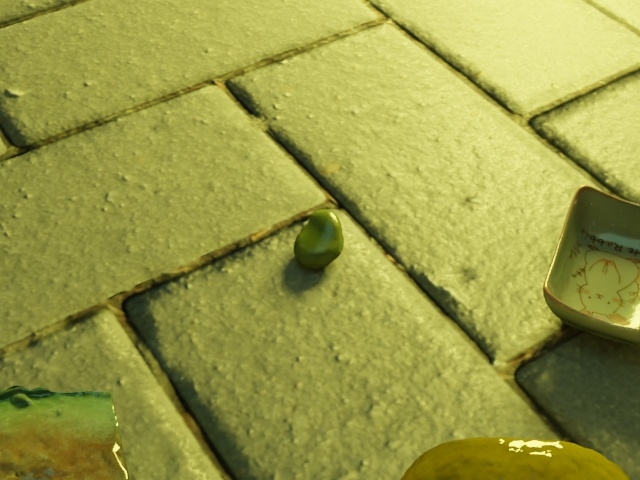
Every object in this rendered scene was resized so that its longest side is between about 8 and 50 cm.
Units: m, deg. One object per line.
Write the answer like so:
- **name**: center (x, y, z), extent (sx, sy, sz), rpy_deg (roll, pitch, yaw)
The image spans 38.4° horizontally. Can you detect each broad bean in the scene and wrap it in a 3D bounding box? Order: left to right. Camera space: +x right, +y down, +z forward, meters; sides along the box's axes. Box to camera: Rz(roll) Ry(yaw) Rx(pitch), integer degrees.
- **broad bean**: center (0.000, 0.000, 1.176), extent (0.063, 0.045, 0.083), rpy_deg (12, 54, 13)

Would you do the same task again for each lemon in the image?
- **lemon**: center (0.162, 0.294, 0.763), extent (0.240, 0.240, 0.219), rpy_deg (7, 58, 5)

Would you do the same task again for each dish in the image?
- **dish**: center (0.358, 0.040, 1.119), extent (0.151, 0.077, 0.212), rpy_deg (18, 48, 14)

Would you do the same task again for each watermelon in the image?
- **watermelon**: center (-0.282, 0.288, 0.805), extent (0.264, 0.151, 0.302), rpy_deg (-12, 35, -20)
